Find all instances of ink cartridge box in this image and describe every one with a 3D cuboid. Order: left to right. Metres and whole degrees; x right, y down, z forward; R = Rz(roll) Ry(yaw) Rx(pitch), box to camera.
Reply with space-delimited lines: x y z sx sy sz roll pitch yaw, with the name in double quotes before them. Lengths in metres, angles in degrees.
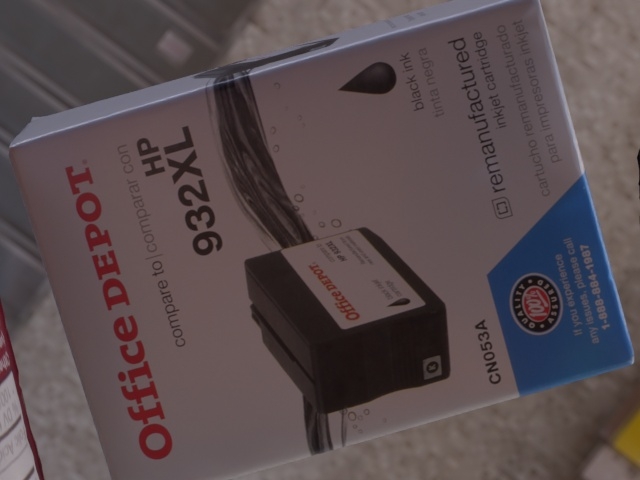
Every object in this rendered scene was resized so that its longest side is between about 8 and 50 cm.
"ink cartridge box" 0.000 0.000 1.153 0.129 0.307 0.223 -99 173 -81

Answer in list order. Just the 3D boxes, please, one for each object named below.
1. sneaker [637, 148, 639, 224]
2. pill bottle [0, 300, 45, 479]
"sneaker" 0.241 0.032 0.563 0.169 0.257 0.447 27 43 -25
"pill bottle" -0.243 0.086 0.884 0.224 0.224 0.392 -120 -161 -77
